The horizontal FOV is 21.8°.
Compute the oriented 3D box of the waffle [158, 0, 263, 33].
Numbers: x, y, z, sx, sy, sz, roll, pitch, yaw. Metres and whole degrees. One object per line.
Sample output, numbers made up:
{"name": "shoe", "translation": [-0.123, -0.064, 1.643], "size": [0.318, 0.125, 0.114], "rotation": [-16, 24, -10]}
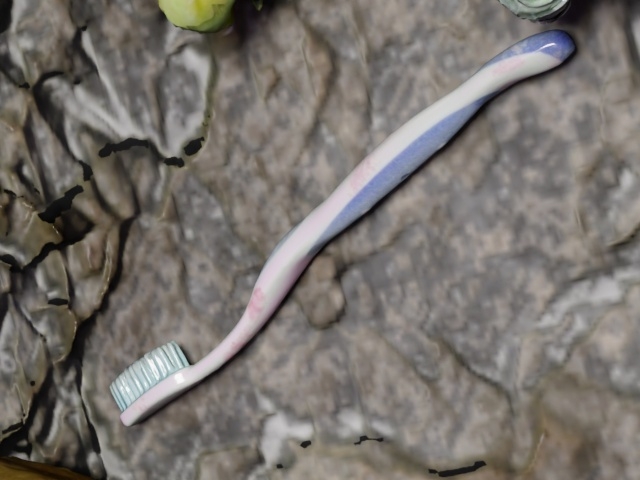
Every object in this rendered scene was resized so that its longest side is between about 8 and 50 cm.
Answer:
{"name": "waffle", "translation": [-0.036, -0.250, 0.610], "size": [0.297, 0.073, 0.317], "rotation": [51, 118, 14]}

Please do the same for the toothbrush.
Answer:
{"name": "toothbrush", "translation": [0.000, 0.000, 0.667], "size": [0.269, 0.021, 0.027], "rotation": [-41, 84, 30]}

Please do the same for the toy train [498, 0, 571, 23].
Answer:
{"name": "toy train", "translation": [0.063, -0.157, 0.514], "size": [0.060, 0.081, 0.202], "rotation": [55, 171, 46]}

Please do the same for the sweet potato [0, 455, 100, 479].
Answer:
{"name": "sweet potato", "translation": [-0.112, 0.170, 0.702], "size": [0.370, 0.158, 0.157], "rotation": [8, 104, 22]}
